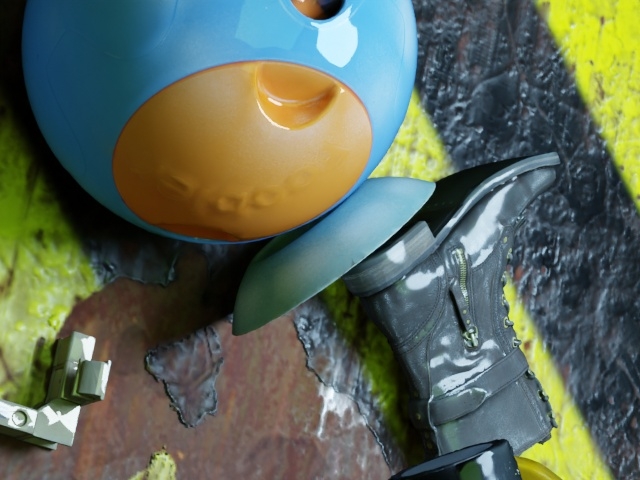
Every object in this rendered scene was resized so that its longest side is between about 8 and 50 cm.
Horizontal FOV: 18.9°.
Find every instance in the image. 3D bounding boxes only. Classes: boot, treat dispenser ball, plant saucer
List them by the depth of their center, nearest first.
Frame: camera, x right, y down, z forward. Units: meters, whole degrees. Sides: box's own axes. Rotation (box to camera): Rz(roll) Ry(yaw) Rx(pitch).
[{"bbox_3d":[-0.073,-0.141,1.403,0.288,0.288,0.288,7,76,-31],"label":"treat dispenser ball"},{"bbox_3d":[0.000,0.000,1.473,0.195,0.195,0.037,-41,99,-32],"label":"plant saucer"},{"bbox_3d":[0.141,0.067,1.624,0.263,0.091,0.229,-34,104,-29],"label":"boot"}]

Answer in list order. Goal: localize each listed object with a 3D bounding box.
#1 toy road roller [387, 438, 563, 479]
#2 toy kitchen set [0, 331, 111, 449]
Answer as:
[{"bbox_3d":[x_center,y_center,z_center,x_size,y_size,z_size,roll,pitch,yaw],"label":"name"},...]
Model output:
[{"bbox_3d":[0.053,0.277,1.454,0.329,0.240,0.203,-21,88,11],"label":"toy road roller"},{"bbox_3d":[-0.202,0.100,1.399,0.075,0.068,0.083,21,69,-27],"label":"toy kitchen set"}]
